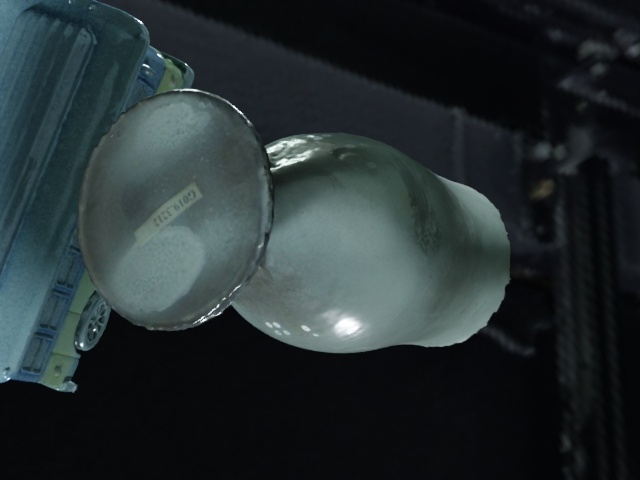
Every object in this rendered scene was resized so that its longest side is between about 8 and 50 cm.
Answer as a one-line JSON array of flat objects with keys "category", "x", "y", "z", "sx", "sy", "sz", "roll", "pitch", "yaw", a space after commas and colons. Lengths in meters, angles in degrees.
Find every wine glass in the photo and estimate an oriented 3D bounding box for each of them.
[{"category": "wine glass", "x": 0.000, "y": 0.000, "z": 0.687, "sx": 0.202, "sy": 0.093, "sz": 0.093, "roll": 12, "pitch": -120, "yaw": -55}]

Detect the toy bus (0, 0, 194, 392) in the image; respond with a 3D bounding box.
[{"category": "toy bus", "x": -0.238, "y": -0.041, "z": 1.418, "sx": 0.152, "sy": 0.190, "sz": 0.312, "roll": 21, "pitch": -94, "yaw": 13}]
